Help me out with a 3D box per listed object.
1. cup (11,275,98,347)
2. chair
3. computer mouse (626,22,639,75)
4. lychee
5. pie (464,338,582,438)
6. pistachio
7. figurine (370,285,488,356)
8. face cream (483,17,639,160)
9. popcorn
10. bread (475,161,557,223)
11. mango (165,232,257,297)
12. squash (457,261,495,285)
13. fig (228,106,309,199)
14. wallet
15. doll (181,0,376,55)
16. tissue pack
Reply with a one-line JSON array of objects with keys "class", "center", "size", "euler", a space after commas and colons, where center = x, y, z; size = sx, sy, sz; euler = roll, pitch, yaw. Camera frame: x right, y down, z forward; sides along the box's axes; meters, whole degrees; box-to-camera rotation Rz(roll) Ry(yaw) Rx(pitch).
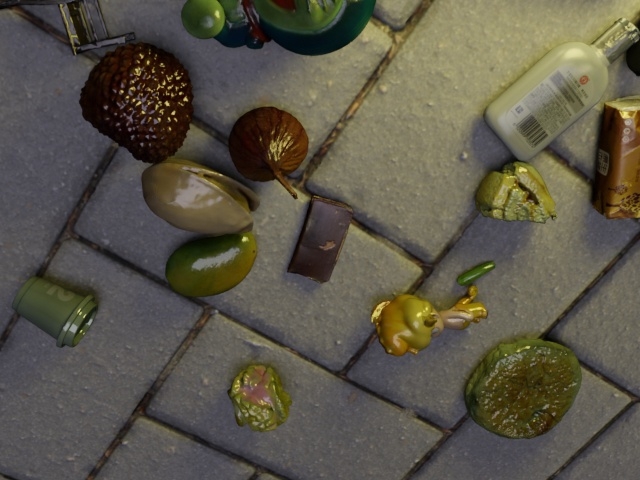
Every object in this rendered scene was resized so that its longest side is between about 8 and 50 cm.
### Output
[{"class": "cup", "center": [-0.532, 0.138, 1.241], "size": [0.141, 0.120, 0.120], "euler": [30, 110, -2]}, {"class": "chair", "center": [-0.430, -0.357, 1.023], "size": [0.212, 0.084, 0.102], "euler": [-12, 112, 1]}, {"class": "computer mouse", "center": [0.627, -0.402, 1.050], "size": [0.086, 0.138, 0.270], "euler": [18, 112, -4]}, {"class": "lychee", "center": [-0.300, -0.237, 1.045], "size": [0.188, 0.188, 0.188], "euler": [-2, 116, -4]}, {"class": "pie", "center": [0.469, 0.342, 1.433], "size": [0.276, 0.078, 0.277], "euler": [-3, 111, -7]}, {"class": "pistachio", "center": [-0.223, -0.078, 1.144], "size": [0.223, 0.126, 0.152], "euler": [22, 148, -22]}, {"class": "figurine", "center": [0.227, 0.169, 1.309], "size": [0.246, 0.131, 0.156], "euler": [-8, 157, -17]}, {"class": "face cream", "center": [0.443, -0.283, 1.129], "size": [0.144, 0.071, 0.291], "euler": [40, 108, -23]}, {"class": "popcorn", "center": [-0.134, 0.348, 1.357], "size": [0.145, 0.126, 0.126], "euler": [38, 129, -4]}, {"class": "bread", "center": [0.389, -0.099, 1.202], "size": [0.156, 0.103, 0.110], "euler": [1, 108, -12]}, {"class": "mango", "center": [-0.213, 0.052, 1.231], "size": [0.191, 0.085, 0.122], "euler": [-13, 113, 3]}, {"class": "squash", "center": [0.331, 0.070, 1.315], "size": [0.089, 0.027, 0.027], "euler": [-32, 114, 9]}, {"class": "fig", "center": [-0.093, -0.145, 1.088], "size": [0.146, 0.201, 0.134], "euler": [-27, 124, 15]}, {"class": "wallet", "center": [0.000, 0.000, 1.256], "size": [0.095, 0.026, 0.176], "euler": [16, 113, -5]}, {"class": "doll", "center": [-0.049, -0.394, 0.982], "size": [0.321, 0.186, 0.199], "euler": [0, 85, 14]}, {"class": "tissue pack", "center": [0.632, -0.162, 1.192], "size": [0.183, 0.092, 0.226], "euler": [-7, 118, -2]}]
